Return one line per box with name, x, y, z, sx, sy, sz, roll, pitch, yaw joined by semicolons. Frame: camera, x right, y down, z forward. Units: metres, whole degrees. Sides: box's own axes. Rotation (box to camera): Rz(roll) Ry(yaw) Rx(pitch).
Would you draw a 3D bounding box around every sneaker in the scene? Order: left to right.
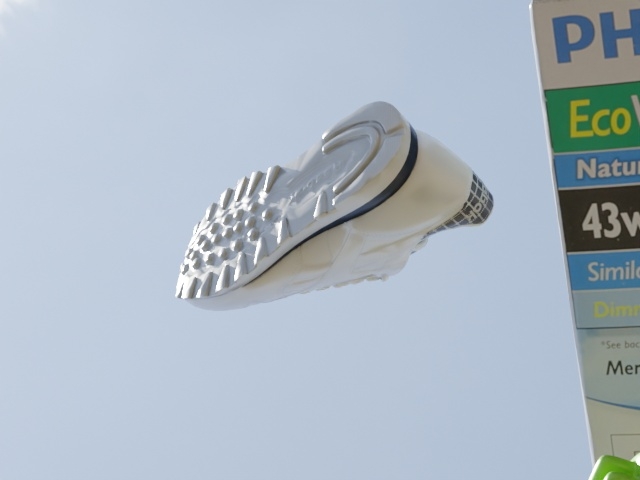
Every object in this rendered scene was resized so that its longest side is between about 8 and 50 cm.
sneaker;0.000;0.000;1.257;0.095;0.235;0.090;29;-126;-32

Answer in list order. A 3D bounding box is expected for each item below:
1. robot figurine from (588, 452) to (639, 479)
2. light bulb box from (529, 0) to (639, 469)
robot figurine;0.198;0.154;1.071;0.115;0.101;0.067;20;-78;-6
light bulb box;0.337;-0.027;1.249;0.358;0.225;0.361;-6;-71;16
